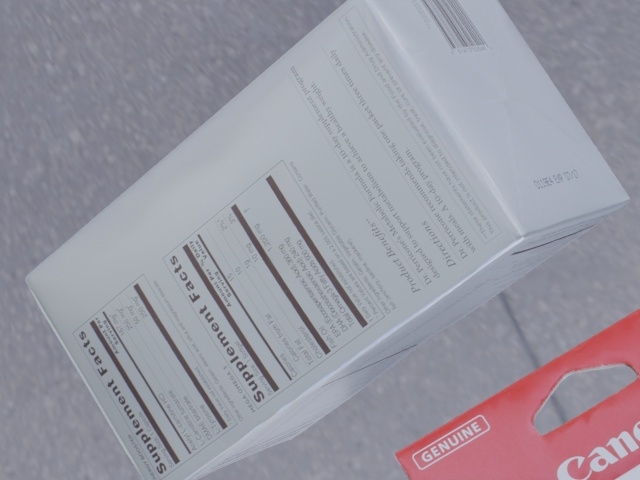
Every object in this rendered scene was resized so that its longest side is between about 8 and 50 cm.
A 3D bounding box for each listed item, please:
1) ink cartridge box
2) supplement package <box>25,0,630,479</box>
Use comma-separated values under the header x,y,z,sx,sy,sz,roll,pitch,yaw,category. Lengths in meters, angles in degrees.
x,y,z,sx,sy,sz,roll,pitch,yaw,category
0.235,0.171,1.262,0.296,0.261,0.066,-30,152,-6,ink cartridge box
0.000,0.000,0.872,0.244,0.139,0.134,-37,79,29,supplement package
